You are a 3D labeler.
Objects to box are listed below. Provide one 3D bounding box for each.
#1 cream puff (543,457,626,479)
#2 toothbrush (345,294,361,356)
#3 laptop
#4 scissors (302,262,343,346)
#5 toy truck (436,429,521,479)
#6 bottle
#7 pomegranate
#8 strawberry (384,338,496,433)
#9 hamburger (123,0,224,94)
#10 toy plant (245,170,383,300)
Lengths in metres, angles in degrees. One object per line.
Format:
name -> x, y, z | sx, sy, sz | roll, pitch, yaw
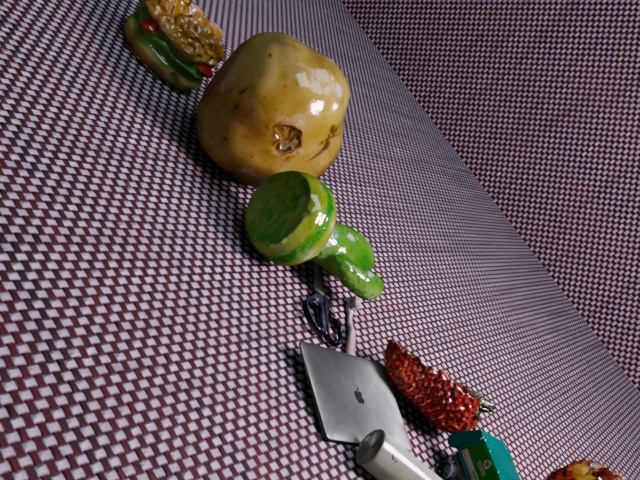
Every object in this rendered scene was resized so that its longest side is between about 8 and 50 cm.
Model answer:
cream puff -> 0.516, 0.591, 1.704 | 0.350, 0.229, 0.350 | 23, 57, -40
toothbrush -> 0.064, 0.193, 1.770 | 0.025, 0.030, 0.307 | 46, 21, -19
laptop -> 0.065, 0.285, 1.606 | 0.269, 0.015, 0.187 | 23, 42, -49
scissors -> -0.001, 0.103, 1.809 | 0.109, 0.022, 0.300 | 43, 22, -26
toy truck -> 0.307, 0.469, 1.659 | 0.114, 0.124, 0.253 | 31, 25, -33
bottle -> 0.153, 0.409, 1.523 | 0.201, 0.072, 0.072 | 41, 23, -18
pomegranate -> -0.098, -0.270, 1.851 | 0.332, 0.332, 0.332 | 40, 23, -21
strawberry -> 0.221, 0.305, 1.774 | 0.286, 0.106, 0.188 | 34, -3, -23
hamburger -> -0.315, -0.454, 1.967 | 0.237, 0.149, 0.237 | 40, 24, -22
toy plant -> 0.000, 0.000, 1.797 | 0.316, 0.184, 0.224 | 38, 11, -44
